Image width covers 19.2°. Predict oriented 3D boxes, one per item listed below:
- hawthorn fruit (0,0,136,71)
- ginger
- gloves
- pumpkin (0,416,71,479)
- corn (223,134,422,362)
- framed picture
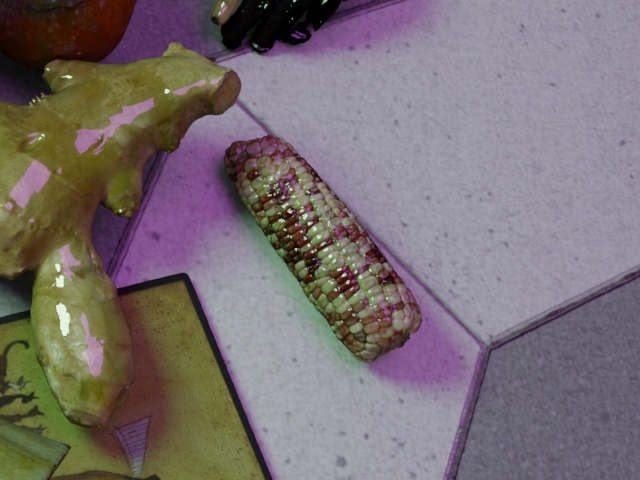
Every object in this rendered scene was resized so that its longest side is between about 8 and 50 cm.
[{"bbox_3d":[-0.245,-0.237,1.733,0.173,0.173,0.172,13,61,-24],"label":"hawthorn fruit"},{"bbox_3d":[-0.270,-0.063,1.640,0.363,0.122,0.348,26,64,-2],"label":"ginger"},{"bbox_3d":[-0.039,-0.264,1.892,0.129,0.106,0.181,51,49,0],"label":"gloves"},{"bbox_3d":[-0.346,0.223,1.337,0.199,0.332,0.332,39,54,-5],"label":"pumpkin"},{"bbox_3d":[0.000,0.000,1.794,0.086,0.086,0.253,-31,82,-37],"label":"corn"},{"bbox_3d":[-0.213,0.176,1.628,0.339,0.014,0.255,-13,73,-33],"label":"framed picture"}]
